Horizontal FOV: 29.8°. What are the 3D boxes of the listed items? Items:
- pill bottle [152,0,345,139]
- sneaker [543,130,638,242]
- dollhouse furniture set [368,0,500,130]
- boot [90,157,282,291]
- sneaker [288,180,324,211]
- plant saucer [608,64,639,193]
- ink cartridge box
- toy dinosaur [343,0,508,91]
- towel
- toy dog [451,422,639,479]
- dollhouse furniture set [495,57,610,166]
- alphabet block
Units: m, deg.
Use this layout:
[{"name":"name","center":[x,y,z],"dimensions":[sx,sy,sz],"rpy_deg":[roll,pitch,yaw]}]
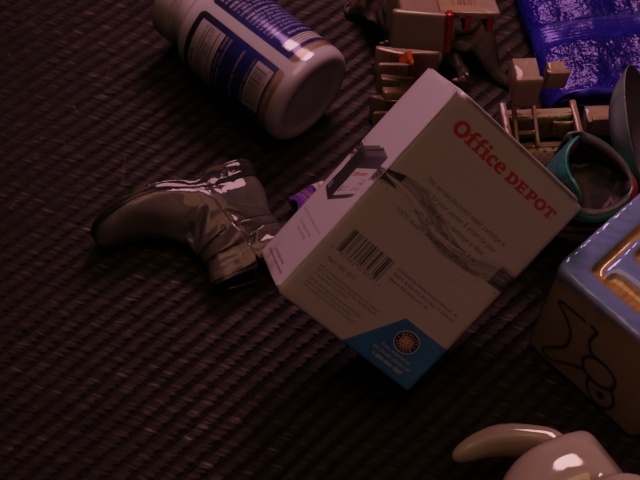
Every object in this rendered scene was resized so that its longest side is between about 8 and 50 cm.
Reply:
[{"name":"pill bottle","center":[-0.106,-0.275,1.707],"dimensions":[0.265,0.153,0.153],"rpy_deg":[40,64,19]},{"name":"sneaker","center":[0.283,-0.065,1.580],"dimensions":[0.295,0.178,0.124],"rpy_deg":[0,67,-3]},{"name":"dollhouse furniture set","center":[0.146,-0.193,1.581],"dimensions":[0.135,0.259,0.262],"rpy_deg":[3,33,-3]},{"name":"boot","center":[-0.164,-0.002,1.582],"dimensions":[0.246,0.083,0.161],"rpy_deg":[-20,67,-14]},{"name":"sneaker","center":[0.000,0.000,1.608],"dimensions":[0.071,0.068,0.170],"rpy_deg":[-21,52,2]},{"name":"plant saucer","center":[0.429,-0.142,1.657],"dimensions":[0.037,0.195,0.195],"rpy_deg":[-11,54,27]},{"name":"ink cartridge box","center":[0.117,-0.013,1.436],"dimensions":[0.307,0.223,0.129],"rpy_deg":[-47,23,8]},{"name":"toy dinosaur","center":[0.169,-0.315,1.770],"dimensions":[0.313,0.121,0.160],"rpy_deg":[16,72,12]},{"name":"towel","center":[0.421,-0.326,1.814],"dimensions":[0.228,0.076,0.308],"rpy_deg":[-4,59,-7]},{"name":"toy dog","center":[0.208,0.394,1.242],"dimensions":[0.408,0.284,0.395],"rpy_deg":[-35,66,-20]},{"name":"dollhouse furniture set","center":[0.348,-0.168,1.662],"dimensions":[0.182,0.161,0.101],"rpy_deg":[-3,59,-4]},{"name":"alphabet block","center":[0.399,0.087,1.487],"dimensions":[0.193,0.197,0.192],"rpy_deg":[-36,67,-22]}]
